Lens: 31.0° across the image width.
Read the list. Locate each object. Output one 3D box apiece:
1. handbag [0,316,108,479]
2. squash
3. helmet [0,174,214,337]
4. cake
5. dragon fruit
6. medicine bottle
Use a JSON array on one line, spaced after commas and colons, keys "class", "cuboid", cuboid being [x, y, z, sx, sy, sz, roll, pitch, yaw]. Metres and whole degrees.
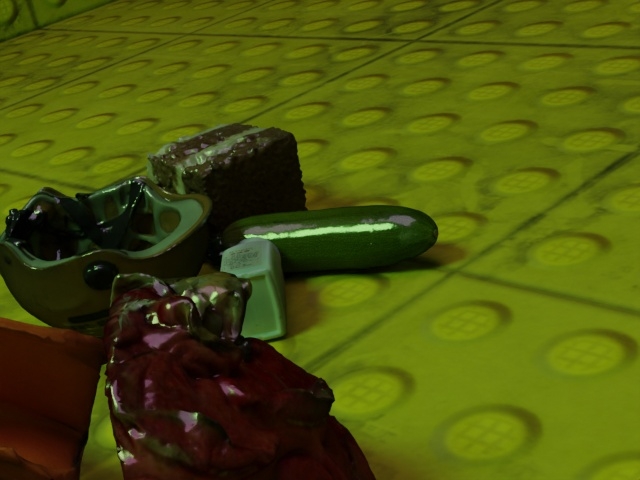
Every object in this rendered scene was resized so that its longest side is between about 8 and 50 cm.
[{"class": "handbag", "cuboid": [-0.371, 0.091, 0.748, 0.410, 0.116, 0.303, 19, -22, -27]}, {"class": "squash", "cuboid": [0.000, 0.000, 1.187, 0.258, 0.069, 0.069, -4, 24, 21]}, {"class": "helmet", "cuboid": [-0.215, 0.025, 1.170, 0.224, 0.130, 0.198, -1, 27, 3]}, {"class": "cake", "cuboid": [-0.109, -0.060, 1.304, 0.135, 0.134, 0.147, -25, 31, -30]}, {"class": "dragon fruit", "cuboid": [-0.049, 0.120, 0.754, 0.152, 0.205, 0.317, -15, 23, -5]}, {"class": "medicine bottle", "cuboid": [-0.064, 0.041, 1.114, 0.055, 0.074, 0.118, -13, 23, 4]}]
